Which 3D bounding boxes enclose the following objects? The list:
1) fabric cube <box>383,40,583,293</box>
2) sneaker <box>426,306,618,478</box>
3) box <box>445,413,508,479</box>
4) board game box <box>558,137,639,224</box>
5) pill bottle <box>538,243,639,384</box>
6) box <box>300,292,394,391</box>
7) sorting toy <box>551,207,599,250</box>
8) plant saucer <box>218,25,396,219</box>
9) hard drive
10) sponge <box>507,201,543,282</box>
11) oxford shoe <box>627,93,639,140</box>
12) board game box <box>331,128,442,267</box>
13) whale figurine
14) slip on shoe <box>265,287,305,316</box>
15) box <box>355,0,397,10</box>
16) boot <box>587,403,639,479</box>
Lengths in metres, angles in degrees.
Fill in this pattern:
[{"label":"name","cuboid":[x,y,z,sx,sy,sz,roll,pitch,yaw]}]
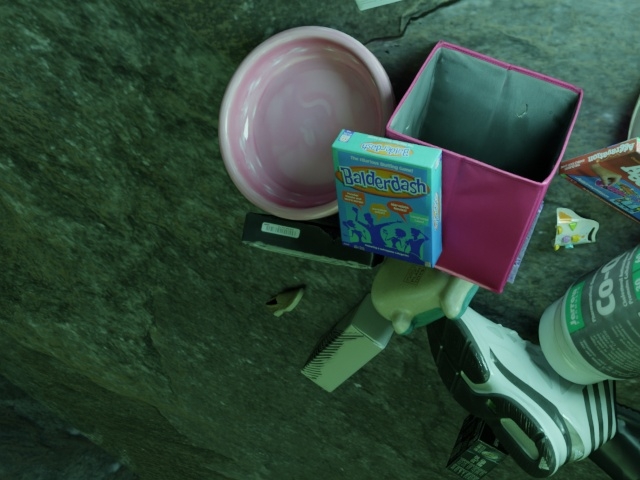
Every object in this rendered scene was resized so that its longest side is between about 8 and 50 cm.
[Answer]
[{"label":"fabric cube","cuboid":[0.245,-0.119,1.519,0.259,0.254,0.258,22,139,12]},{"label":"sneaker","cuboid":[0.412,0.260,1.863,0.447,0.257,0.169,53,146,41]},{"label":"box","cuboid":[0.375,0.449,2.125,0.077,0.147,0.180,30,140,1]},{"label":"board game box","cuboid":[0.525,-0.075,1.473,0.281,0.027,0.145,25,154,-30]},{"label":"pill bottle","cuboid":[0.548,0.125,1.611,0.204,0.204,0.361,35,149,-5]},{"label":"box","cuboid":[0.065,0.237,2.127,0.094,0.113,0.275,36,139,-4]},{"label":"sorting toy","cuboid":[0.458,-0.014,1.674,0.075,0.045,0.083,1,135,6]},{"label":"plant saucer","cuboid":[-0.017,-0.200,1.620,0.332,0.084,0.332,-1,88,25]},{"label":"hard drive","cuboid":[0.000,0.000,1.758,0.236,0.064,0.339,11,-177,6]},{"label":"sponge","cuboid":[0.335,-0.013,1.752,0.117,0.031,0.210,21,140,12]},{"label":"oxford shoe","cuboid":[0.565,-0.210,1.322,0.169,0.130,0.449,24,143,1]},{"label":"board game box","cuboid":[0.105,-0.062,1.434,0.160,0.047,0.210,14,138,22]},{"label":"whale figurine","cuboid":[0.219,0.099,1.800,0.141,0.216,0.272,38,166,-28]},{"label":"slip on shoe","cuboid":[-0.083,0.137,2.165,0.041,0.051,0.135,37,148,-12]},{"label":"box","cuboid":[0.084,-0.451,1.368,0.091,0.130,0.170,-4,130,36]},{"label":"boot","cuboid":[0.614,0.571,1.865,0.367,0.445,0.146,23,140,9]}]
